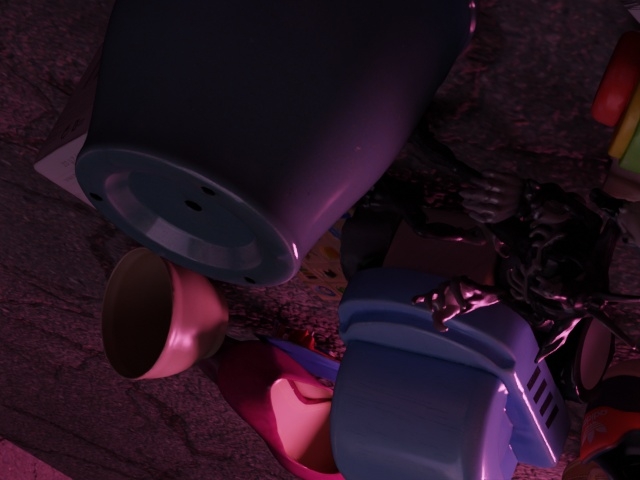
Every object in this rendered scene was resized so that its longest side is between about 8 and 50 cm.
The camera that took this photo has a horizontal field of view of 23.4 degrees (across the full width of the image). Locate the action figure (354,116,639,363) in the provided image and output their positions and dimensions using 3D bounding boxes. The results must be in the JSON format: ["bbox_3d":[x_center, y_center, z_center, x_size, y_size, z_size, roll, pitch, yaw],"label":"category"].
[{"bbox_3d":[0.140,0.001,1.279,0.275,0.141,0.164,36,120,29],"label":"action figure"}]

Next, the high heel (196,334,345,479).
[{"bbox_3d":[-0.003,0.251,1.998,0.377,0.127,0.181,37,173,-34],"label":"high heel"}]

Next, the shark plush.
[{"bbox_3d":[0.251,0.009,1.158,0.161,0.073,0.067,27,162,44],"label":"shark plush"}]

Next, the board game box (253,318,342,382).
[{"bbox_3d":[-0.004,0.140,1.942,0.133,0.033,0.169,18,166,23],"label":"board game box"}]

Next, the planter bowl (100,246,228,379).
[{"bbox_3d":[-0.183,0.094,1.903,0.109,0.162,0.162,9,171,-39],"label":"planter bowl"}]

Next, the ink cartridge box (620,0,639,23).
[{"bbox_3d":[0.227,-0.182,0.931,0.150,0.109,0.063,40,155,-30],"label":"ink cartridge box"}]

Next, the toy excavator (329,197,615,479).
[{"bbox_3d":[0.111,0.231,1.494,0.222,0.445,0.433,13,154,28],"label":"toy excavator"}]

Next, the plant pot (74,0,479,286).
[{"bbox_3d":[-0.052,-0.115,1.173,0.271,0.255,0.272,22,157,10],"label":"plant pot"}]

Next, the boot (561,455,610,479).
[{"bbox_3d":[0.345,0.339,1.839,0.077,0.165,0.213,37,153,-23],"label":"boot"}]

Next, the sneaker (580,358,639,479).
[{"bbox_3d":[0.401,0.284,1.589,0.350,0.148,0.131,38,132,-2],"label":"sneaker"}]

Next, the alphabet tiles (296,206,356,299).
[{"bbox_3d":[0.000,0.000,1.677,0.198,0.009,0.237,0,145,46],"label":"alphabet tiles"}]

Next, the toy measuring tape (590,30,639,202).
[{"bbox_3d":[0.246,-0.071,1.143,0.121,0.121,0.330,23,157,6],"label":"toy measuring tape"}]

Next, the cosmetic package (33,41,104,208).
[{"bbox_3d":[-0.135,-0.093,1.432,0.183,0.151,0.151,34,157,-20],"label":"cosmetic package"}]
